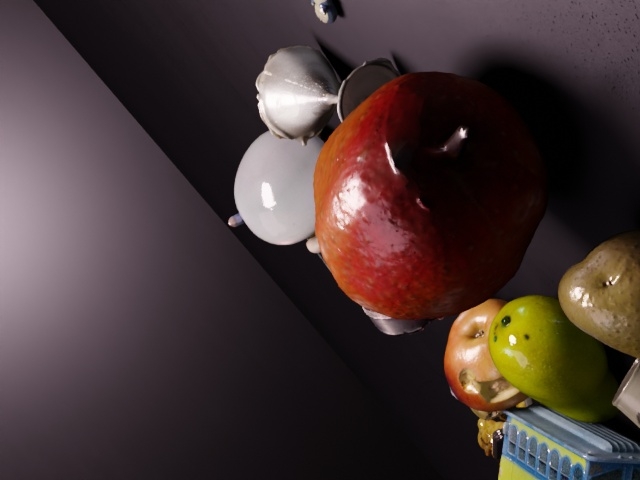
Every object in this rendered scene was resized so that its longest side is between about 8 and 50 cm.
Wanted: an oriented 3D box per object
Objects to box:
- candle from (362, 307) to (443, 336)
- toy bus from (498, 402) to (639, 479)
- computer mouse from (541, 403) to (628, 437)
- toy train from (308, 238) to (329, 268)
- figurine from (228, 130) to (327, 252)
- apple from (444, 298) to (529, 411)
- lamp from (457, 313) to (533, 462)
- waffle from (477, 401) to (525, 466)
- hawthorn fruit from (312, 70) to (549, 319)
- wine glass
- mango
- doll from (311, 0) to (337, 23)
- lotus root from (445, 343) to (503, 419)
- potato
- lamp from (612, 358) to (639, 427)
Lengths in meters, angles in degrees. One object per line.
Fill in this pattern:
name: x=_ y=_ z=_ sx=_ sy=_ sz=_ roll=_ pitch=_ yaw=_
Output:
candle: x=0.110 y=0.005 z=1.681 sx=0.330 sy=0.187 sz=0.187 roll=57 pitch=166 yaw=-28
toy bus: x=0.408 y=0.383 z=1.552 sx=0.152 sy=0.190 sz=0.312 roll=5 pitch=-177 yaw=-14
computer mouse: x=0.481 y=0.353 z=1.750 sx=0.231 sy=0.071 sz=0.126 roll=44 pitch=168 yaw=16
toy train: x=0.000 y=0.000 z=2.391 sx=0.234 sy=0.052 sz=0.051 roll=54 pitch=172 yaw=-28
figurine: x=0.028 y=-0.065 z=1.825 sx=0.381 sy=0.225 sz=0.205 roll=23 pitch=-175 yaw=-31
apple: x=0.294 y=0.192 z=1.639 sx=0.199 sy=0.199 sz=0.199 roll=45 pitch=168 yaw=12
lamp: x=0.351 y=0.276 z=1.873 sx=0.203 sy=0.124 sz=0.283 roll=79 pitch=171 yaw=-51
waffle: x=0.480 y=0.489 z=2.037 sx=0.324 sy=0.151 sz=0.261 roll=50 pitch=172 yaw=-17
hawthorn fruit: x=0.132 y=-0.060 z=1.128 sx=0.285 sy=0.284 sz=0.369 roll=47 pitch=164 yaw=5
wine glass: x=0.020 y=-0.208 z=1.413 sx=0.156 sy=0.156 sz=0.232 roll=54 pitch=163 yaw=-28
mango: x=0.363 y=0.187 z=1.476 sx=0.175 sy=0.143 sz=0.293 roll=13 pitch=157 yaw=48
doll: x=-0.002 y=-0.341 z=1.310 sx=0.037 sy=0.027 sz=0.125 roll=49 pitch=171 yaw=33
lotus root: x=0.330 y=0.291 z=2.044 sx=0.183 sy=0.090 sz=0.077 roll=58 pitch=-161 yaw=21
potato: x=0.365 y=0.075 z=1.054 sx=0.194 sy=0.157 sz=0.157 roll=45 pitch=168 yaw=7
lamp: x=0.484 y=0.227 z=1.216 sx=0.214 sy=0.121 sz=0.121 roll=29 pitch=164 yaw=16
